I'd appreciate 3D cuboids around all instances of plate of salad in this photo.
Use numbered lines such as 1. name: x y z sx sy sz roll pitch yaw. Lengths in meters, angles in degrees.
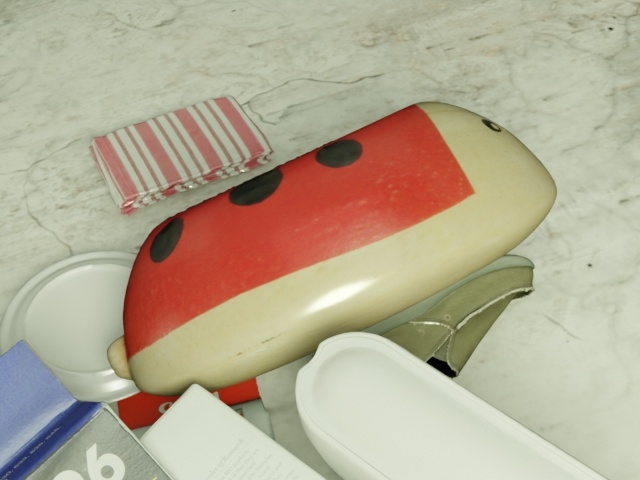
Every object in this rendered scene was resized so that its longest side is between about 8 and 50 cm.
1. plate of salad: -0.229 0.092 1.335 0.200 0.048 0.200 -1 50 2

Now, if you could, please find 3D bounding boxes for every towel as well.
1. towel: -0.168 -0.106 1.557 0.197 0.029 0.144 -20 42 -14

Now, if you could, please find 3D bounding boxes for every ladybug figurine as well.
1. ladybug figurine: 0.000 0.000 1.216 0.449 0.162 0.305 -26 4 -10

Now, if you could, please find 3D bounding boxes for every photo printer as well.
1. photo printer: 0.123 0.200 0.995 0.307 0.256 0.107 31 76 36

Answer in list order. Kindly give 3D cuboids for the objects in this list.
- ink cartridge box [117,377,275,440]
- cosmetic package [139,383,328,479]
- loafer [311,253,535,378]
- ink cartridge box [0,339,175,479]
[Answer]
1. ink cartridge box: -0.121 0.174 1.226 0.145 0.045 0.179 -13 44 -4
2. cosmetic package: -0.038 0.230 1.061 0.231 0.117 0.085 31 63 26
3. loafer: 0.111 0.093 1.251 0.251 0.094 0.087 -26 81 -21
4. ink cartridge box: -0.226 0.272 0.957 0.307 0.072 0.303 48 63 -1
